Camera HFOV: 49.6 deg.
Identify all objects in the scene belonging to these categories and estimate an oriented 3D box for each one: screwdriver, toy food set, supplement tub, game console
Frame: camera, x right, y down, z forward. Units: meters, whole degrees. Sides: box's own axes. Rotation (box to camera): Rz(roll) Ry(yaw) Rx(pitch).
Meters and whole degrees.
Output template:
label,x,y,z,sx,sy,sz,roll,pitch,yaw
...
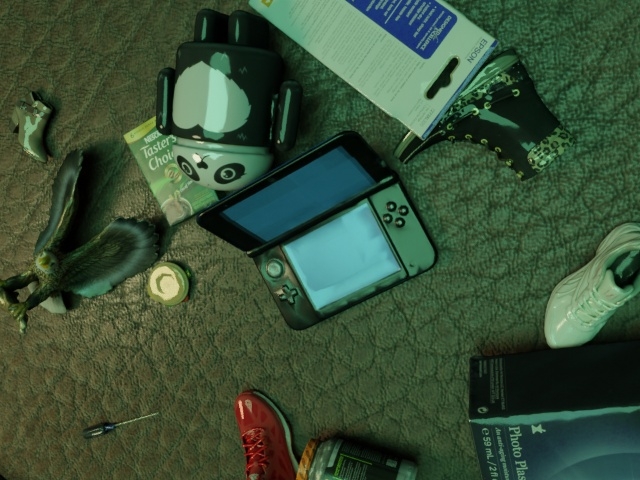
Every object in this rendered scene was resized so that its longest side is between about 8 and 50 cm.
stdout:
label,x,y,z,sx,sy,sz,roll,pitch,yaw
screwdriver,-0.385,0.357,1.341,0.169,0.024,0.025,-14,124,10
toy food set,-0.275,0.080,1.263,0.082,0.020,0.083,21,103,11
supplement tub,0.061,0.407,1.174,0.190,0.117,0.117,15,102,13
game console,0.000,0.000,1.096,0.293,0.173,0.250,-27,91,18

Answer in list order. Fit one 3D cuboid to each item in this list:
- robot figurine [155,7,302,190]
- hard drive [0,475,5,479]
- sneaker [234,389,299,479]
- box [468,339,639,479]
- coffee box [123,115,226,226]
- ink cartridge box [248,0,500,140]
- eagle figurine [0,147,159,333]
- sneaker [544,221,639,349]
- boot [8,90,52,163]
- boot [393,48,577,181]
label,x,y,z,sx,sy,sz,roll,pitch,yaw
robot figurine,-0.149,-0.218,1.100,0.209,0.173,0.278,23,110,57
hard drive,-0.696,0.543,1.339,0.339,0.237,0.064,37,106,6
sneaker,-0.102,0.370,1.197,0.087,0.128,0.221,-34,80,17
box,0.387,0.320,1.011,0.293,0.183,0.296,-11,108,16
coffee box,-0.256,-0.129,1.214,0.113,0.040,0.184,-25,92,18
ink cartridge box,0.075,-0.329,1.053,0.371,0.069,0.176,42,106,17
eagle figurine,-0.459,0.019,1.242,0.298,0.225,0.226,-46,130,-12
sneaker,0.412,0.076,1.025,0.090,0.115,0.232,33,106,8
boot,-0.522,-0.212,1.274,0.118,0.042,0.087,46,105,4
boot,0.246,-0.150,1.053,0.236,0.085,0.179,-39,90,19
